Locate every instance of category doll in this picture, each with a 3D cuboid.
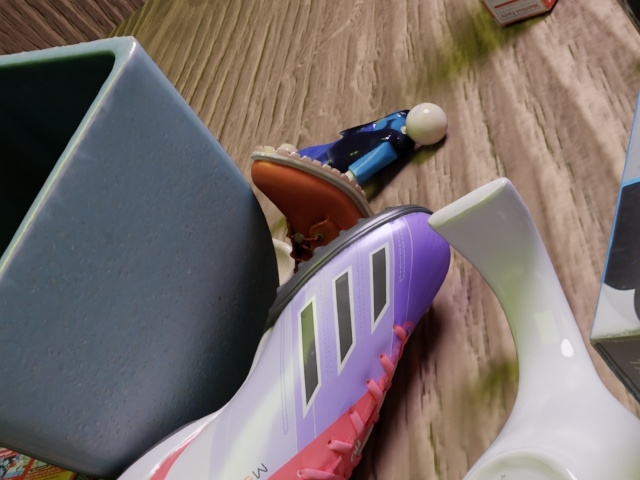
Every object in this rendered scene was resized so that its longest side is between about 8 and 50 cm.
[{"bbox_3d":[0.035,-0.082,0.871,0.189,0.046,0.129,-15,27,35],"label":"doll"}]

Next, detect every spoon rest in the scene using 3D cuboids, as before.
[{"bbox_3d":[0.109,0.095,0.469,0.137,0.084,0.276,-29,41,30],"label":"spoon rest"}]

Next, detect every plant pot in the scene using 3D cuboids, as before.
[{"bbox_3d":[-0.171,0.040,0.672,0.247,0.252,0.248,4,61,43],"label":"plant pot"}]

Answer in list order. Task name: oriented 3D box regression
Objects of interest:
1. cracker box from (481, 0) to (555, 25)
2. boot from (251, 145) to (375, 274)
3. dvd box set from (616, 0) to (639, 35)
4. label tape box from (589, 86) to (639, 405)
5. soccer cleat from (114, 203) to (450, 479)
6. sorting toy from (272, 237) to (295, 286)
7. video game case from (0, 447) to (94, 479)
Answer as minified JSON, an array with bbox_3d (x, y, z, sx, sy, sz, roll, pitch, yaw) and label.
[{"bbox_3d":[0.160,-0.341,0.875,0.067,0.232,0.156,-6,43,50],"label":"cracker box"},{"bbox_3d":[0.000,0.000,0.667,0.059,0.158,0.085,6,61,56],"label":"boot"},{"bbox_3d":[0.430,-0.304,0.625,0.420,0.062,0.307,-51,26,-16],"label":"dvd box set"},{"bbox_3d":[0.298,-0.056,0.358,0.347,0.115,0.249,-19,37,44],"label":"label tape box"},{"bbox_3d":[-0.007,0.114,0.583,0.318,0.109,0.116,-47,46,-14],"label":"soccer cleat"},{"bbox_3d":[-0.132,0.074,0.847,0.193,0.038,0.208,19,67,47],"label":"sorting toy"},{"bbox_3d":[-0.277,0.236,0.851,0.204,0.025,0.285,-21,33,39],"label":"video game case"}]
